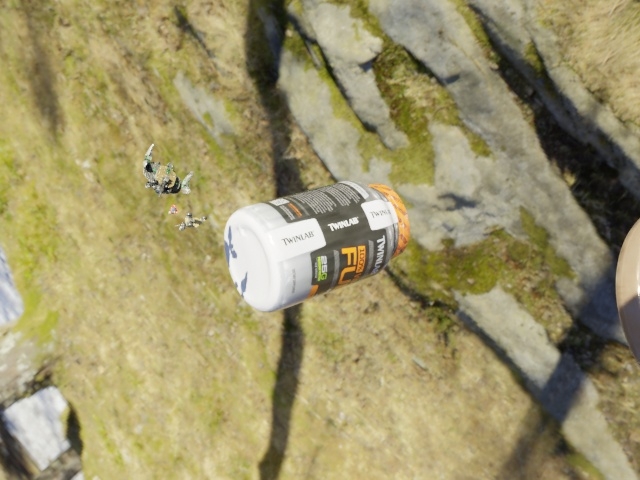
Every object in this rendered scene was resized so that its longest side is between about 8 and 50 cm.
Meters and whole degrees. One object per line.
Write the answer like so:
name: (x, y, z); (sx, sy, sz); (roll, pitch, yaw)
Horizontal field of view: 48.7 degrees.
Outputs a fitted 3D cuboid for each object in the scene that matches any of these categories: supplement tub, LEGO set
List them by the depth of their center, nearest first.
LEGO set: (-0.134, -0.044, 0.623); (0.023, 0.054, 0.083); (-32, 67, 39)
supplement tub: (0.000, 0.000, 0.784); (0.117, 0.190, 0.117); (30, 129, 47)

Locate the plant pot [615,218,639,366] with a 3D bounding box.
plant pot: (0.437, 0.061, 0.735); (0.237, 0.237, 0.109); (52, 153, -4)
